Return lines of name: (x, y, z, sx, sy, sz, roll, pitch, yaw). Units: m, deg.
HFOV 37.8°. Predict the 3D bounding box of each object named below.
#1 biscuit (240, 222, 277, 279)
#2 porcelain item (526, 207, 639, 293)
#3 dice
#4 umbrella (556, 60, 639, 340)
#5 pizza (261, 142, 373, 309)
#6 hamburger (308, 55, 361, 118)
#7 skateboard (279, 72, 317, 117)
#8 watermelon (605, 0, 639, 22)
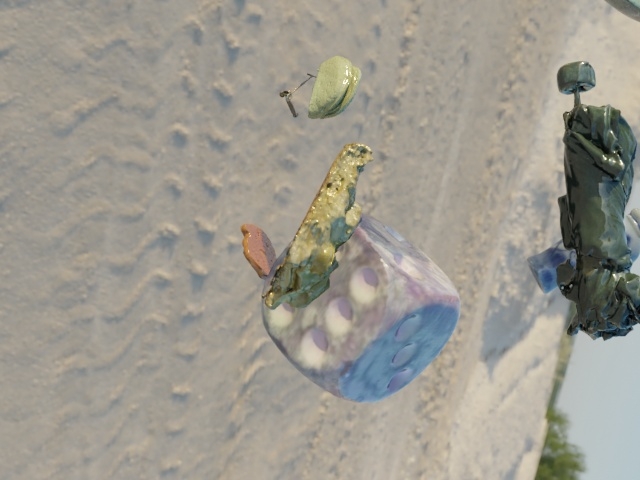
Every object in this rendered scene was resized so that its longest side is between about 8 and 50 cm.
biscuit: (-0.121, 0.025, 1.851, 0.102, 0.019, 0.130, 32, 33, -45)
porcelain item: (0.571, 0.019, 1.985, 0.141, 0.259, 0.141, 60, 7, -13)
dice: (0.075, 0.121, 1.740, 0.270, 0.270, 0.271, -53, 148, 14)
umbrella: (0.345, -0.052, 1.158, 0.143, 0.094, 0.348, -22, -109, 58)
pizza: (0.000, 0.000, 1.423, 0.323, 0.090, 0.223, 118, -3, -52)
hamburger: (0.029, -0.257, 1.587, 0.054, 0.084, 0.121, 38, 63, -34)
skateboard: (-0.036, -0.293, 1.870, 0.083, 0.032, 0.063, -45, 132, -20)
watermelon: (0.577, -0.487, 1.618, 0.213, 0.290, 0.319, -62, -144, 35)
